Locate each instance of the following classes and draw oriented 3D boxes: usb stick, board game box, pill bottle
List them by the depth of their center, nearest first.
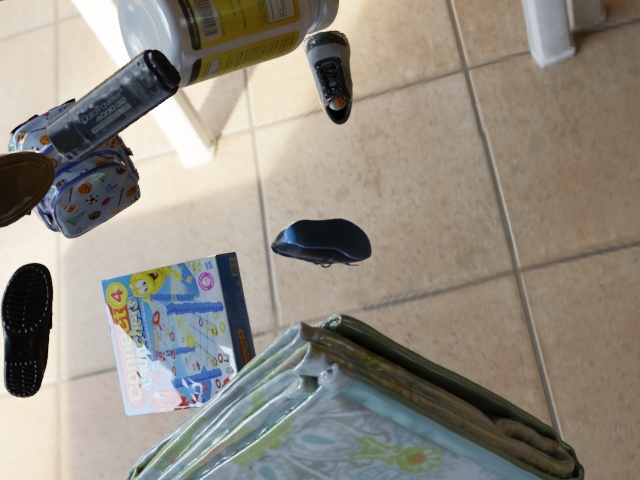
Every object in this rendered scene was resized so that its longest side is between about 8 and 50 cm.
[{"bbox_3d":[-0.315,-0.198,1.361,0.278,0.077,0.045,-25,17,38],"label":"usb stick"},{"bbox_3d":[-0.140,-0.371,1.471,0.334,0.188,0.188,-24,56,-31],"label":"pill bottle"},{"bbox_3d":[-0.296,0.202,1.928,0.302,0.086,0.308,-13,87,26],"label":"board game box"}]

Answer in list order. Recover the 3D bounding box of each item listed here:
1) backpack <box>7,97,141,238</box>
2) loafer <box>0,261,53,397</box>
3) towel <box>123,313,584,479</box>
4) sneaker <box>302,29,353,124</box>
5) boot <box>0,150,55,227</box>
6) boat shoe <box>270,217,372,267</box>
[{"bbox_3d":[-0.515,-0.152,1.893,0.276,0.263,0.213,-37,58,-15],"label":"backpack"},{"bbox_3d":[-0.483,0.145,1.497,0.080,0.078,0.220,7,86,-8],"label":"loafer"},{"bbox_3d":[0.034,0.244,0.923,0.320,0.374,0.090,-42,31,28],"label":"towel"},{"bbox_3d":[0.030,-0.359,2.001,0.100,0.271,0.108,-14,60,4],"label":"sneaker"},{"bbox_3d":[-0.541,-0.080,1.352,0.283,0.109,0.220,-35,36,-5],"label":"boot"},{"bbox_3d":[0.000,0.000,1.890,0.089,0.258,0.109,-28,61,36],"label":"boat shoe"}]
